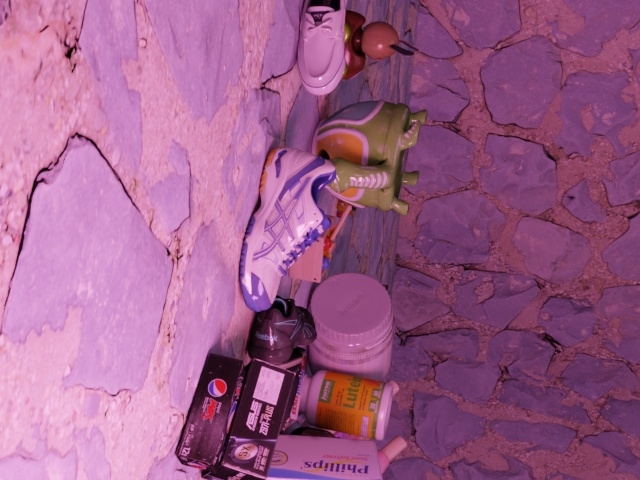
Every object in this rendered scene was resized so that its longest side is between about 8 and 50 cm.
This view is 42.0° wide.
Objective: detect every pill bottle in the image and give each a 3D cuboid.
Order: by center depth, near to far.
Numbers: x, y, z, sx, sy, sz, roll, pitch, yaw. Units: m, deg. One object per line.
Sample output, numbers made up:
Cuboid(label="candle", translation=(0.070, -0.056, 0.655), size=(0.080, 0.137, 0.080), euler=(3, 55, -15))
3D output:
Cuboid(label="pill bottle", translation=(0.043, 0.388, 1.995), size=(0.136, 0.245, 0.136), euler=(9, 90, -80))

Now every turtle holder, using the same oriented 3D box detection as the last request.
Cuboid(label="turtle holder", translation=(0.095, -0.169, 1.814), size=(0.243, 0.227, 0.320), euler=(88, 16, -52))

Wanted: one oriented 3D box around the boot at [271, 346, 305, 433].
Cuboid(label="boot", translation=(-0.089, 0.302, 1.653), size=(0.236, 0.085, 0.179), euler=(9, 93, -81))

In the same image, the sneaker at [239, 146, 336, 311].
Cuboid(label="sneaker", translation=(-0.052, -0.017, 1.436), size=(0.112, 0.130, 0.297), euler=(57, 45, -78))

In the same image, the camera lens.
Cuboid(label="camera lens", translation=(0.076, 0.243, 2.111), size=(0.274, 0.219, 0.219), euler=(89, 15, -47))

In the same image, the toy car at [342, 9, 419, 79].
Cuboid(label="toy car", translation=(0.116, -0.414, 1.801), size=(0.155, 0.188, 0.149), euler=(-59, 156, -62))

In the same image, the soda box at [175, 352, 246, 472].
Cuboid(label="soda box", translation=(-0.164, 0.263, 1.276), size=(0.053, 0.060, 0.169), euler=(90, 14, -61))

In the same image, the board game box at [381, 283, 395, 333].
Cuboid(label="board game box", translation=(0.138, 0.213, 2.489), size=(0.060, 0.194, 0.194), euler=(90, 15, -44))

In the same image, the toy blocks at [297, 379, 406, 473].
Cuboid(label="toy blocks", translation=(0.041, 0.509, 2.331), size=(0.260, 0.309, 0.289), euler=(-33, 129, -30))

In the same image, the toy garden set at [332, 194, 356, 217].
Cuboid(label="toy garden set", translation=(0.076, -0.179, 2.194), size=(0.244, 0.049, 0.204), euler=(60, 40, -74))

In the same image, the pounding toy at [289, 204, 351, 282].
Cuboid(label="pounding toy", translation=(0.000, 0.000, 1.807), size=(0.141, 0.100, 0.130), euler=(-62, 160, -59))

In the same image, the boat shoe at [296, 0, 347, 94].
Cuboid(label="boat shoe", translation=(-0.001, -0.393, 1.510), size=(0.084, 0.095, 0.258), euler=(58, 32, -69))

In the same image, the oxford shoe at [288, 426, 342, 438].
Cuboid(label="oxford shoe", translation=(-0.030, 0.519, 2.079), size=(0.130, 0.132, 0.364), euler=(-58, -179, -25))

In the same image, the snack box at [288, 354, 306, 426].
Cuboid(label="snack box", translation=(-0.066, 0.332, 1.830), size=(0.064, 0.022, 0.178), euler=(-45, -156, 37))

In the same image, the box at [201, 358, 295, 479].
Cuboid(label="box", translation=(-0.119, 0.304, 1.366), size=(0.147, 0.077, 0.180), euler=(132, -23, -60))

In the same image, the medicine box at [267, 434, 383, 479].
Cuboid(label="medicine box", translation=(-0.027, 0.549, 1.657), size=(0.149, 0.263, 0.289), euler=(-97, -168, -69))

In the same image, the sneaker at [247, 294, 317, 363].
Cuboid(label="sneaker", translation=(-0.063, 0.156, 1.618), size=(0.267, 0.101, 0.106), euler=(-37, 133, -76))
